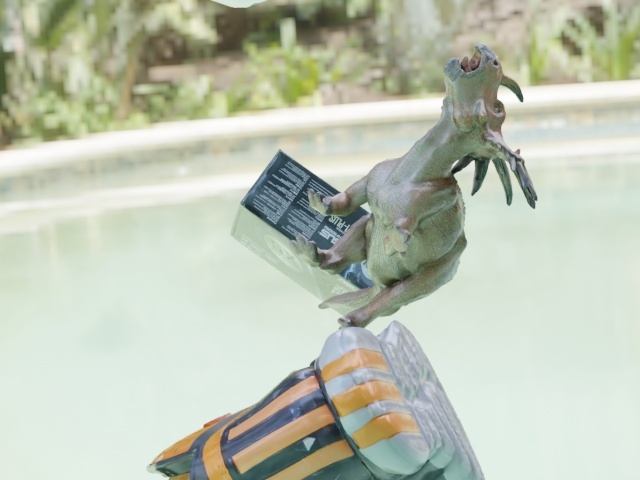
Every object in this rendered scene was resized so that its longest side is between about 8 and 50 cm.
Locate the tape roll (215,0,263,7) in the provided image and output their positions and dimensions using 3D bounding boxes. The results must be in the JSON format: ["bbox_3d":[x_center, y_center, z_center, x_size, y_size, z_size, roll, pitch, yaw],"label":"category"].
[{"bbox_3d":[-0.033,-0.243,0.729,0.100,0.286,0.286,17,-2,-21],"label":"tape roll"}]

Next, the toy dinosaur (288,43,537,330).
[{"bbox_3d":[0.095,-0.015,1.645,0.200,0.296,0.127,-23,59,-32],"label":"toy dinosaur"}]

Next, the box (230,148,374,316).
[{"bbox_3d":[0.000,0.000,1.963,0.180,0.077,0.147,35,-15,1],"label":"box"}]

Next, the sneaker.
[{"bbox_3d":[-0.009,0.139,1.168,0.180,0.125,0.321,-29,-18,10],"label":"sneaker"}]
